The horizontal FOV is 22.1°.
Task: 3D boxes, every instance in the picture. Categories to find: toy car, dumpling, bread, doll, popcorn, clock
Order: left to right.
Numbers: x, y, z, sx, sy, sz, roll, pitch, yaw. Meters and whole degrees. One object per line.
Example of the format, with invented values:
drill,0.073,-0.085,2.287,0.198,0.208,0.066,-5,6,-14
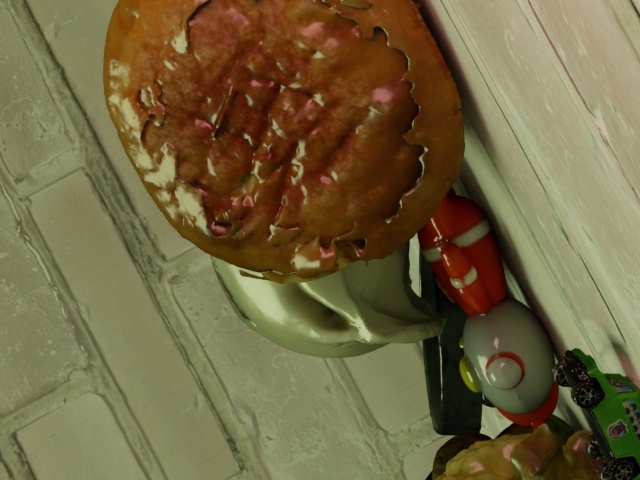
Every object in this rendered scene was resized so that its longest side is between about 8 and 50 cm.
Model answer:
bread,-0.026,-0.148,1.641,0.358,0.336,0.204,65,-159,-14
dumpling,0.000,0.000,1.954,0.395,0.233,0.315,45,-168,24
clock,0.166,0.115,2.112,0.280,0.055,0.281,176,90,-89
doll,0.184,0.077,1.862,0.337,0.105,0.200,63,-168,-3
popcorn,0.242,0.327,1.808,0.270,0.257,0.224,61,-161,-27
toy car,0.273,0.170,1.510,0.165,0.062,0.071,63,177,-18

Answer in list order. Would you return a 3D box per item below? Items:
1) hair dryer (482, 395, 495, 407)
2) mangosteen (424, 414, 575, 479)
hair dryer,0.226,0.122,2.337,0.195,0.075,0.219,-77,-29,-79
mangosteen,0.239,0.361,2.050,0.288,0.288,0.288,62,178,4
